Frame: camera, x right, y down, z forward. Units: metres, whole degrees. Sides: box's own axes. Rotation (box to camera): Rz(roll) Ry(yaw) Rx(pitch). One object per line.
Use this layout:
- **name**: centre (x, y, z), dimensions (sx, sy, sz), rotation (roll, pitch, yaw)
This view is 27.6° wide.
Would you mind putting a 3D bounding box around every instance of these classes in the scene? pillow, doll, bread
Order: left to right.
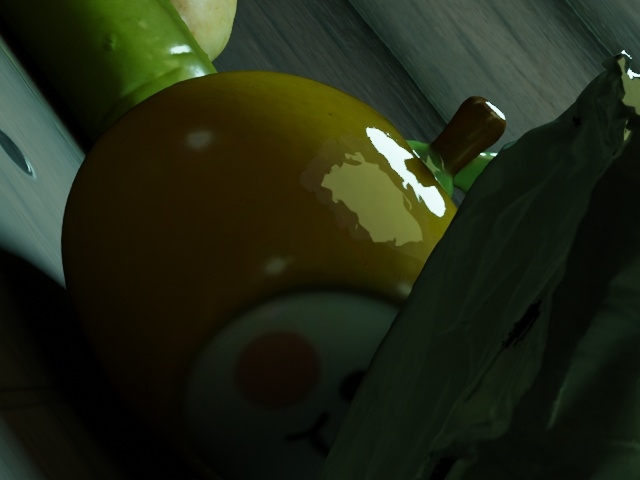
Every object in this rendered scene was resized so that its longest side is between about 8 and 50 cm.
- **bread**: centre (-0.190, -0.192, 1.049), dimensions (0.383, 0.112, 0.166), rotation (53, 4, 9)
- **doll**: centre (0.000, 0.000, 0.624), dimensions (0.213, 0.236, 0.213), rotation (52, 1, -1)
- **pillow**: centre (0.084, 0.111, 0.505), dimensions (0.138, 0.309, 0.283), rotation (16, -17, 20)

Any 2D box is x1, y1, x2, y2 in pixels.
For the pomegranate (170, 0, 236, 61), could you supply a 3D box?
- **pomegranate**: centre (-0.175, -0.246, 1.312), dimensions (0.191, 0.191, 0.191), rotation (53, 3, -5)
